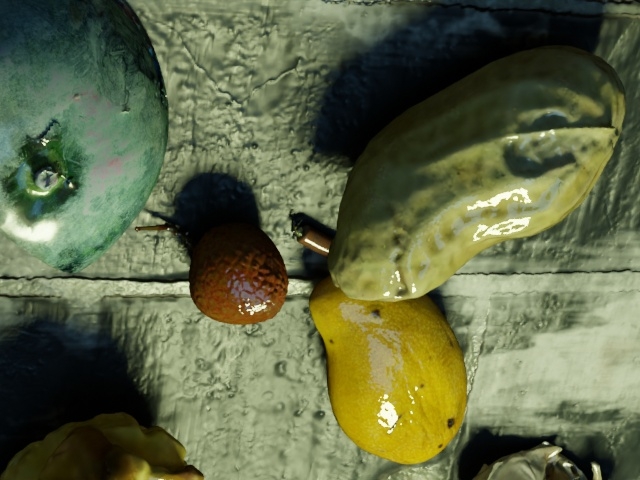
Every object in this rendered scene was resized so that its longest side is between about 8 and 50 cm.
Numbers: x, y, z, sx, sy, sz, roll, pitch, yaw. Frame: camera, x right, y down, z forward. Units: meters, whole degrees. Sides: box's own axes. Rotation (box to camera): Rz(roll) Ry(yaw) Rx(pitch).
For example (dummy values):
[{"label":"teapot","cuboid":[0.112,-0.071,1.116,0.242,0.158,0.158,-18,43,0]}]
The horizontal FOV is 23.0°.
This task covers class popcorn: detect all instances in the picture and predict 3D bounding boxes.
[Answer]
[{"label":"popcorn","cuboid":[-0.254,0.331,1.634,0.332,0.265,0.225,-26,132,24]}]

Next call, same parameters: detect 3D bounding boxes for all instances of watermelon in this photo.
[{"label":"watermelon","cuboid":[-0.234,-0.118,1.394,0.188,0.175,0.322,-35,125,8]}]

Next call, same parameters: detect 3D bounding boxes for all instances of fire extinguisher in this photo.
[{"label":"fire extinguisher","cuboid":[0.000,0.000,1.632,0.083,0.022,0.028,29,72,-29]}]

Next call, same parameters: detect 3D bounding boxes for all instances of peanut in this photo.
[{"label":"peanut","cuboid":[0.150,-0.068,1.549,0.340,0.158,0.174,-27,87,6]}]

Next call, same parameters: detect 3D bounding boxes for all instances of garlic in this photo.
[{"label":"garlic","cuboid":[0.261,0.351,1.868,0.229,0.178,0.143,27,144,-10]}]

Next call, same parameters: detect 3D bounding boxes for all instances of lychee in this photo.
[{"label":"lychee","cuboid":[-0.093,0.024,1.579,0.101,0.140,0.114,-36,162,3]}]

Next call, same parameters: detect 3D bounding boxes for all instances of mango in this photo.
[{"label":"mango","cuboid":[0.076,0.138,1.686,0.157,0.109,0.262,-28,127,-1]}]
